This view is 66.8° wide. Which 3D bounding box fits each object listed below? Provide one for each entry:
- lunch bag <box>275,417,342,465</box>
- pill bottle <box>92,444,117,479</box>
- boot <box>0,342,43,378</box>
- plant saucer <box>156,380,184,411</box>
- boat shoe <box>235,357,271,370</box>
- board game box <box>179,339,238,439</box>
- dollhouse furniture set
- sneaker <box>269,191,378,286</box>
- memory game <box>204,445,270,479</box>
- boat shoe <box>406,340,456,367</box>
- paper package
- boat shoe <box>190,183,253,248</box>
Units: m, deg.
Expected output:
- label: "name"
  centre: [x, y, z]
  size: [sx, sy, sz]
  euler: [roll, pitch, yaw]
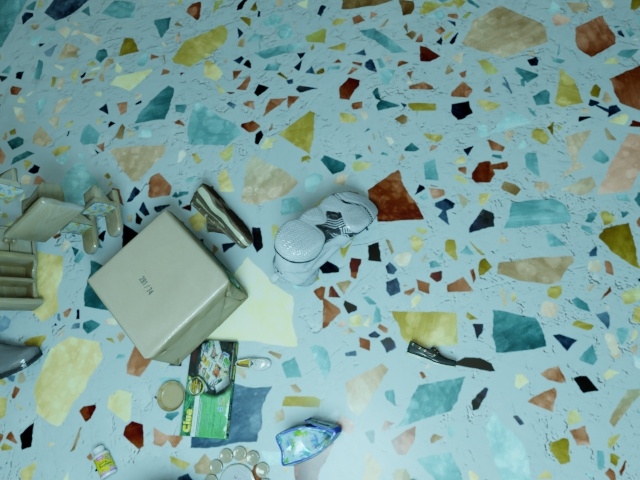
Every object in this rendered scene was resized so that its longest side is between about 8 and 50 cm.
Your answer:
- label: "lunch bag"
  centre: [-0.024, 0.502, 1.230]
  size: [0.151, 0.129, 0.096]
  euler: [-18, 72, 4]
- label: "pill bottle"
  centre: [-0.594, 0.607, 1.331]
  size: [0.043, 0.043, 0.083]
  euler: [-34, 71, -2]
- label: "boot"
  centre: [-0.999, 0.287, 1.402]
  size: [0.338, 0.118, 0.223]
  euler: [-9, 105, 4]
- label: "plant saucer"
  centre: [-0.420, 0.440, 1.370]
  size: [0.083, 0.015, 0.083]
  euler: [-2, 73, 7]
- label: "boat shoe"
  centre: [-0.188, 0.343, 1.352]
  size: [0.100, 0.035, 0.035]
  euler: [0, 73, 9]
- label: "board game box"
  centre: [-0.309, 0.411, 1.355]
  size: [0.136, 0.030, 0.260]
  euler: [2, 74, 7]
- label: "dollhouse furniture set"
  centre: [-0.834, 0.014, 1.397]
  size: [0.394, 0.362, 0.256]
  euler: [-29, 67, 29]
- label: "sneaker"
  centre: [0.000, 0.000, 1.381]
  size: [0.366, 0.210, 0.137]
  euler: [-29, 68, -37]
- label: "memory game"
  centre: [-0.217, 0.641, 1.279]
  size: [0.186, 0.012, 0.186]
  euler: [-2, 73, 8]
- label: "boat shoe"
  centre: [0.294, 0.302, 1.283]
  size: [0.133, 0.049, 0.042]
  euler: [16, 84, 18]
- label: "paper package"
  centre: [-0.427, 0.133, 1.372]
  size: [0.309, 0.168, 0.325]
  euler: [-44, 66, -6]
- label: "boat shoe"
  centre: [-0.305, -0.056, 1.472]
  size: [0.095, 0.095, 0.257]
  euler: [-45, 65, 8]
